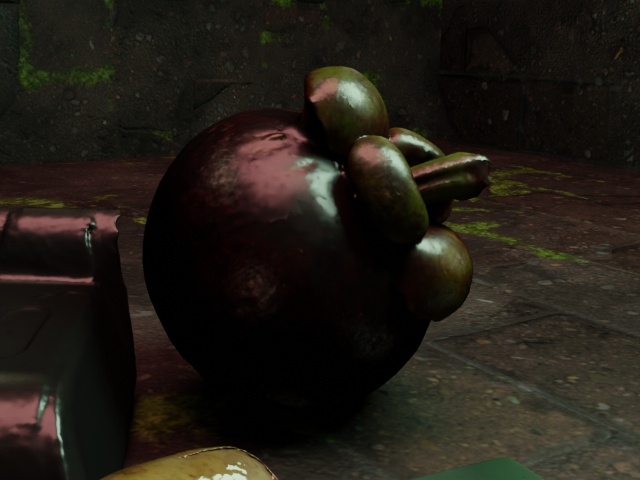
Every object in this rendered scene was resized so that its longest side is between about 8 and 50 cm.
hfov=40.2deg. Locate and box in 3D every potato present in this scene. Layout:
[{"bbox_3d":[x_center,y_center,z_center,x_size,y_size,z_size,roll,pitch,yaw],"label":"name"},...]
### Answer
[{"bbox_3d":[-0.090,0.188,0.559,0.170,0.080,0.107,-4,35,-48],"label":"potato"}]

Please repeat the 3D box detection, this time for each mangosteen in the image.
[{"bbox_3d":[0.000,0.000,0.845,0.347,0.306,0.307,-35,-4,26],"label":"mangosteen"}]

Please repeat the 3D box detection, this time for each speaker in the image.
[{"bbox_3d":[-0.252,0.100,0.724,0.180,0.184,0.388,-1,14,-8],"label":"speaker"}]

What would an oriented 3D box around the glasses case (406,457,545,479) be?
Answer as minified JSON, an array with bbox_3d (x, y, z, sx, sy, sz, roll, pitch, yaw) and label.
[{"bbox_3d":[0.083,0.202,0.619,0.184,0.039,0.078,-6,15,-27],"label":"glasses case"}]
